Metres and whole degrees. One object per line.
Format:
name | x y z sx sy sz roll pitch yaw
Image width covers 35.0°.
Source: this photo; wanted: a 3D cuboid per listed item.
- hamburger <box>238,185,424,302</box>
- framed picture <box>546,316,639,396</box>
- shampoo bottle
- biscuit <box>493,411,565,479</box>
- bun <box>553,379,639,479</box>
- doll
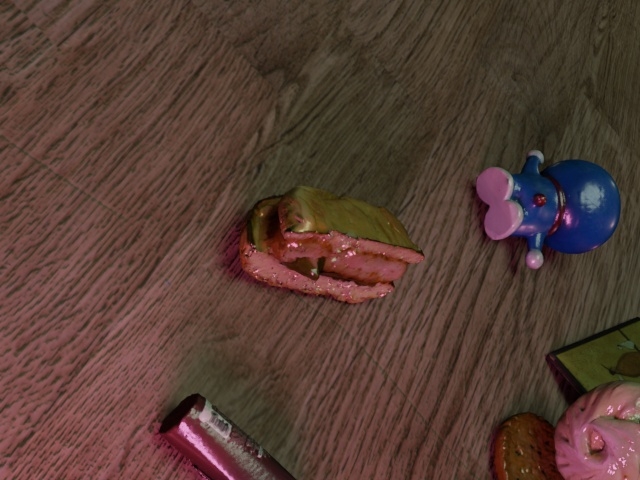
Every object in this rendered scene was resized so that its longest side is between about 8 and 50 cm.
hamburger | 0.000 0.000 1.317 0.262 0.124 0.131 13 39 -45
framed picture | 0.551 0.253 1.712 0.339 0.014 0.255 -10 53 -47
shampoo bottle | -0.072 0.263 1.116 0.236 0.067 0.068 46 52 -15
biscuit | 0.319 0.344 1.484 0.188 0.027 0.187 25 49 -33
bun | 0.423 0.295 1.447 0.128 0.193 0.178 4 51 -42
doll | 0.383 -0.052 1.713 0.257 0.161 0.215 4 76 -26
